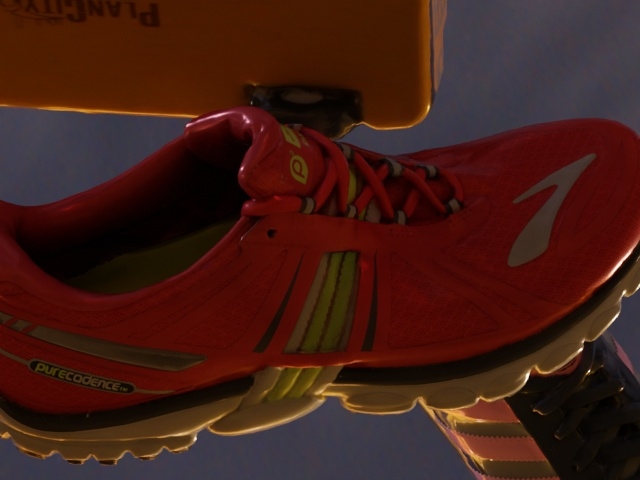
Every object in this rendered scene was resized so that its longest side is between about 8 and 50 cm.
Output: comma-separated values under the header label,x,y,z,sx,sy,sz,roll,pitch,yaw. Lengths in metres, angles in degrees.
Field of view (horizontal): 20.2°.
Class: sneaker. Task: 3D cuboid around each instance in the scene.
label,x,y,z,sx,sy,sz,roll,pitch,yaw
sneaker,0.000,0.000,0.655,0.279,0.107,0.118,-16,-47,-11
sneaker,0.124,0.085,0.988,0.319,0.131,0.112,44,-105,0

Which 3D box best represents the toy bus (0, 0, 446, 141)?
label,x,y,z,sx,sy,sz,roll,pitch,yaw
toy bus,-0.110,-0.126,0.780,0.333,0.130,0.108,4,-55,11
